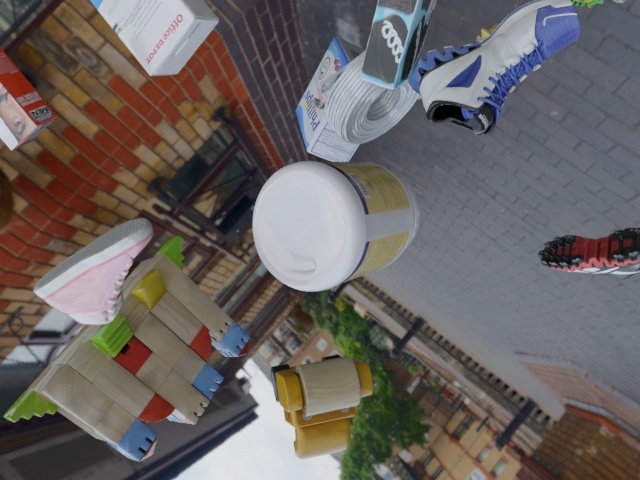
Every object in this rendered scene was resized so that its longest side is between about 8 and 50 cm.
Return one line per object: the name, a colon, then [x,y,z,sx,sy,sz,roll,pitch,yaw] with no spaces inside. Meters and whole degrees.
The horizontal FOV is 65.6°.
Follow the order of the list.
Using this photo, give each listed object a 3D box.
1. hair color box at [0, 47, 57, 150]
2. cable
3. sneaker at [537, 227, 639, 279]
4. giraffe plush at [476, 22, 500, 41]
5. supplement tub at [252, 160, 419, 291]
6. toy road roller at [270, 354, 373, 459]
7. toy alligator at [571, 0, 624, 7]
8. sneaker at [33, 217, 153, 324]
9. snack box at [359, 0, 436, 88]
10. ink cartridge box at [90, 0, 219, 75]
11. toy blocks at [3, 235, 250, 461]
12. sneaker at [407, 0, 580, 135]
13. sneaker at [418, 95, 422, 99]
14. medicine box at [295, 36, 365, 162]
hair color box: [-0.537,-0.248,0.830,0.167,0.093,0.053,54,-148,-18]
cable: [0.128,-0.337,1.145,0.089,0.257,0.257,53,-169,20]
sneaker: [0.676,0.042,1.209,0.135,0.098,0.276,29,158,-28]
giraffe plush: [0.596,-0.632,1.624,0.170,0.210,0.181,35,147,14]
supplement tub: [0.049,-0.041,1.019,0.241,0.241,0.331,39,-155,22]
toy road roller: [0.003,0.420,1.239,0.329,0.202,0.241,134,127,-72]
toy alligator: [0.699,-0.637,1.306,0.189,0.056,0.051,17,139,-5]
sneaker: [-0.201,0.035,0.481,0.070,0.134,0.051,54,-168,-26]
snack box: [0.143,-0.396,0.713,0.060,0.322,0.187,20,-151,11]
ink cartridge box: [-0.309,-0.428,0.908,0.203,0.148,0.086,51,-151,-2]
toy blocks: [-0.295,0.220,0.885,0.190,0.381,0.261,-15,123,45]
sneaker: [0.328,-0.297,0.934,0.127,0.315,0.182,32,-133,-51]
sneaker: [0.321,-0.656,1.890,0.283,0.110,0.122,58,-152,-23]
medicine box: [0.062,-0.438,1.568,0.149,0.289,0.264,16,-144,-26]
